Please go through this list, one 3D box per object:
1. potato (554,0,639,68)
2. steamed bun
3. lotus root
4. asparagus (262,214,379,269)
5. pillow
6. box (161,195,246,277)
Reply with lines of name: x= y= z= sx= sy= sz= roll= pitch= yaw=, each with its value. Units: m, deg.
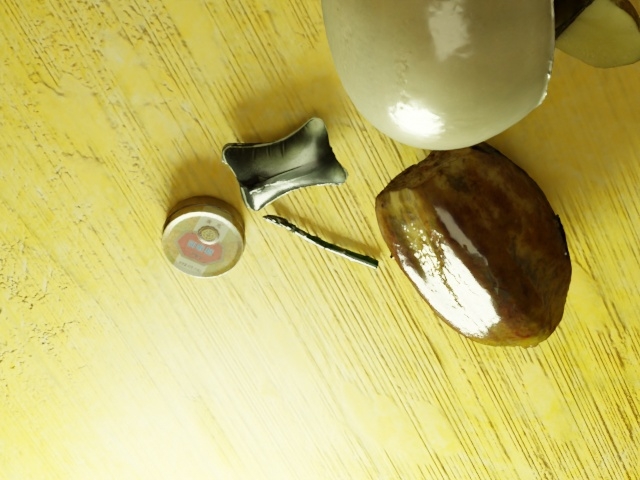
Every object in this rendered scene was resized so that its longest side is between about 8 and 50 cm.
potato: x=0.313 y=-0.241 z=1.841 sx=0.103 sy=0.066 sz=0.096 roll=33 pitch=135 yaw=-25
steamed bun: x=0.105 y=-0.248 z=1.685 sx=0.206 sy=0.324 sz=0.324 roll=-8 pitch=125 yaw=-5
lotus root: x=0.197 y=0.006 z=1.968 sx=0.193 sy=0.193 sz=0.291 roll=-27 pitch=118 yaw=20
asparagus: x=0.000 y=0.000 z=2.057 sx=0.163 sy=0.016 sz=0.016 roll=25 pitch=149 yaw=-14
pillow: x=-0.043 y=-0.091 z=1.971 sx=0.136 sy=0.055 sz=0.091 roll=-19 pitch=91 yaw=12
box: x=-0.145 y=-0.004 z=2.045 sx=0.106 sy=0.037 sz=0.105 roll=1 pitch=125 yaw=1
